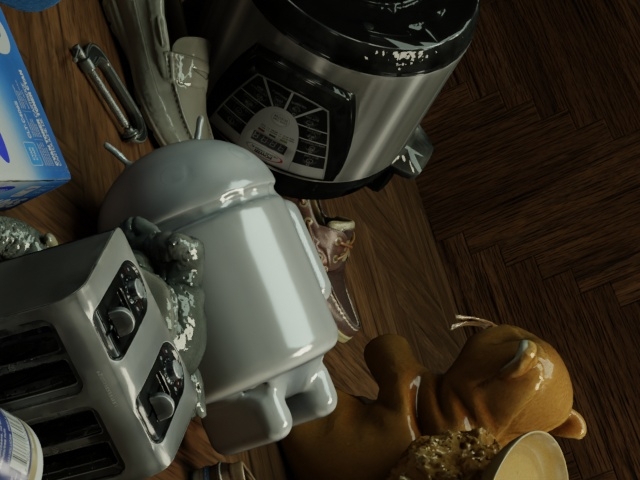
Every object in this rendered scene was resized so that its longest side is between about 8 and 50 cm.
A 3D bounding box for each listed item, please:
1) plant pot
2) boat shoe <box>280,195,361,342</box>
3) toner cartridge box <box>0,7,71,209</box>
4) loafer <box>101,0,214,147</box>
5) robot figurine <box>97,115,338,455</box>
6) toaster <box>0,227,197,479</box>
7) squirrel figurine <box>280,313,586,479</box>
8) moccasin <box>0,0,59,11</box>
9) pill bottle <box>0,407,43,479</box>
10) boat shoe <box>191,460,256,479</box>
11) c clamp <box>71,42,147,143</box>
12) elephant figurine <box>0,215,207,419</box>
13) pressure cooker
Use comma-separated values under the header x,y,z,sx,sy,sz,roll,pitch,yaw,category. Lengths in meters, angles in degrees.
x,y,z,sx,sy,sz,roll,pitch,yaw,category
0.225,0.335,1.487,0.236,0.032,0.236,-11,103,-55,plant pot
0.000,0.000,2.082,0.342,0.123,0.123,65,12,-6,boat shoe
-0.343,-0.196,1.120,0.347,0.075,0.165,67,14,2,toner cartridge box
-0.195,-0.234,1.717,0.319,0.111,0.112,68,13,7,loafer
-0.111,0.044,1.364,0.300,0.200,0.353,-19,86,-49,robot figurine
-0.206,0.097,0.964,0.110,0.186,0.168,-82,154,-63,toaster
0.160,0.279,1.665,0.281,0.371,0.397,59,14,-29,squirrel figurine
-0.356,-0.383,1.273,0.342,0.138,0.116,57,11,-40,moccasin
-0.262,0.129,0.824,0.169,0.094,0.094,49,21,-53,pill bottle
-0.068,0.297,1.389,0.183,0.066,0.066,53,18,-46,boat shoe
-0.259,-0.179,1.578,0.160,0.022,0.137,58,10,-27,c clamp
-0.206,0.067,1.114,0.239,0.186,0.169,-13,123,-67,elephant figurine
0.000,-0.264,1.865,0.420,0.376,0.369,-57,-133,50,pressure cooker
